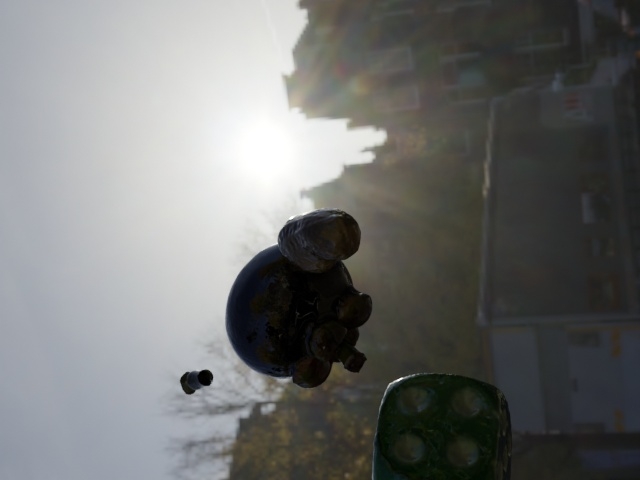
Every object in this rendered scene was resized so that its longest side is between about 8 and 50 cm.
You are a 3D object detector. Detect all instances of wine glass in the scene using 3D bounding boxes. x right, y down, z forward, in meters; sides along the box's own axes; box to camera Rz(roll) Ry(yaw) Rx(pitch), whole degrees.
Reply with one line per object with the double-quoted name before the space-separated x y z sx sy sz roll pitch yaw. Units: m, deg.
"wine glass" -0.221 0.254 1.905 0.039 0.083 0.042 20 -111 -26

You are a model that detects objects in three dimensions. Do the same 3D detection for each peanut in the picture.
"peanut" 0.000 0.000 1.772 0.226 0.095 0.108 -18 93 64

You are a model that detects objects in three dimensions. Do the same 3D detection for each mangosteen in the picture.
"mangosteen" -0.033 0.149 2.008 0.275 0.302 0.275 -39 -29 -26

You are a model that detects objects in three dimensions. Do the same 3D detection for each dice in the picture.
"dice" 0.281 0.488 2.437 0.287 0.297 0.300 71 -154 -52
